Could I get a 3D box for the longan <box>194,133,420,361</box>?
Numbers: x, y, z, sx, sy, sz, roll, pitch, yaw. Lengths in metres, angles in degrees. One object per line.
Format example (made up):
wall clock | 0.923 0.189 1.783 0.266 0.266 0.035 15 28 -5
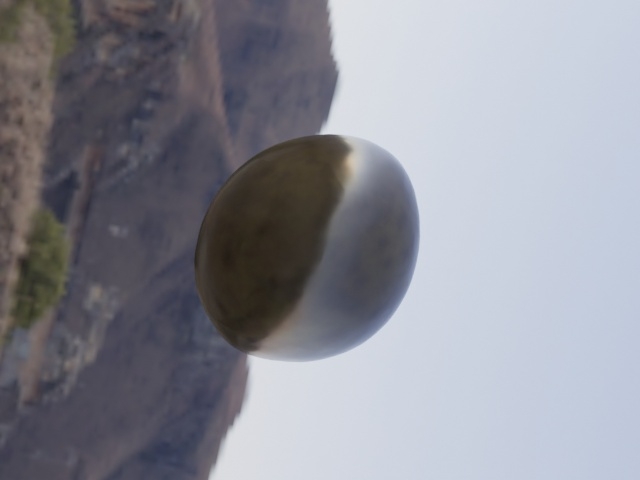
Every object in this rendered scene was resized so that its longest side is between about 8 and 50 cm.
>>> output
longan | 0.000 0.000 1.095 0.204 0.159 0.185 -35 170 -47
